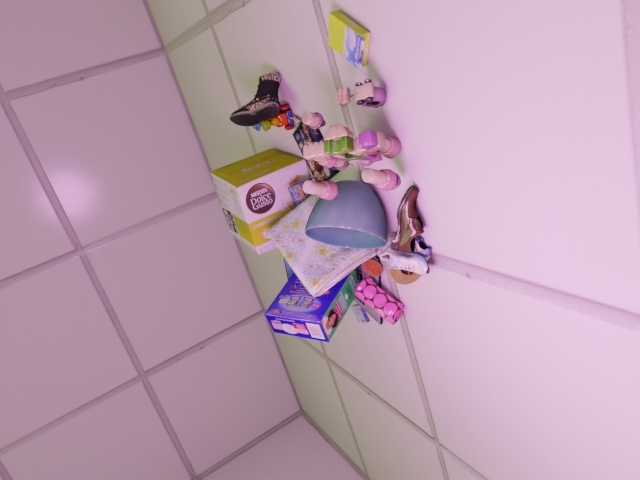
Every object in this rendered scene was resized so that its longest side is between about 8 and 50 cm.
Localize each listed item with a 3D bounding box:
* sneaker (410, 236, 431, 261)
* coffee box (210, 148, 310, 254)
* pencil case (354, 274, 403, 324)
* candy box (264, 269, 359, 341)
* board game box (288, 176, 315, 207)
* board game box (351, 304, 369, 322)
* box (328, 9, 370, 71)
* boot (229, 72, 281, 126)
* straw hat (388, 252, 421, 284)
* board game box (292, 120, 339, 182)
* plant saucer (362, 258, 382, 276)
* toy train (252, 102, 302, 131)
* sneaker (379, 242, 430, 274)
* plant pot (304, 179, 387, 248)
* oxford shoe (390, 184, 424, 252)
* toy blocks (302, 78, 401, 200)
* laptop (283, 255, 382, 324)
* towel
[{"bbox_3d":[0.317,0.008,1.686,0.135,0.052,0.058,40,139,31],"label":"sneaker"},{"bbox_3d":[-0.250,-0.192,2.325,0.338,0.337,0.335,31,141,54],"label":"coffee box"},{"bbox_3d":[0.235,0.235,2.012,0.209,0.098,0.095,39,-178,20],"label":"pencil case"},{"bbox_3d":[-0.026,0.238,2.054,0.268,0.317,0.122,4,131,32],"label":"candy box"},{"bbox_3d":[-0.036,-0.157,2.157,0.201,0.136,0.035,66,157,-5],"label":"board game box"},{"bbox_3d":[0.184,0.339,2.363,0.090,0.020,0.090,63,157,1],"label":"board game box"},{"bbox_3d":[0.088,-0.598,1.526,0.178,0.042,0.109,50,155,31],"label":"box"},{"bbox_3d":[-0.257,-0.570,2.070,0.236,0.179,0.085,-9,154,31],"label":"boot"},{"bbox_3d":[0.311,0.092,1.747,0.061,0.145,0.144,25,-164,-51],"label":"straw hat"},{"bbox_3d":[-0.021,-0.353,2.034,0.244,0.042,0.165,63,158,1],"label":"board game box"},{"bbox_3d":[0.206,0.105,2.001,0.083,0.013,0.084,19,134,20],"label":"plant saucer"},{"bbox_3d":[-0.179,-0.491,2.099,0.248,0.143,0.105,32,142,53],"label":"toy train"},{"bbox_3d":[0.273,0.076,1.678,0.190,0.082,0.072,28,142,45],"label":"sneaker"},{"bbox_3d":[0.102,-0.098,1.799,0.290,0.289,0.196,156,126,-68],"label":"plant pot"},{"bbox_3d":[0.291,-0.065,1.617,0.096,0.082,0.228,18,121,25],"label":"oxford shoe"},{"bbox_3d":[0.121,-0.293,1.616,0.288,0.260,0.309,-6,85,37],"label":"toy blocks"},{"bbox_3d":[0.049,0.167,2.192,0.408,0.236,0.382,41,149,43],"label":"laptop"},{"bbox_3d":[0.000,0.000,2.012,0.375,0.320,0.090,52,177,27],"label":"towel"}]
